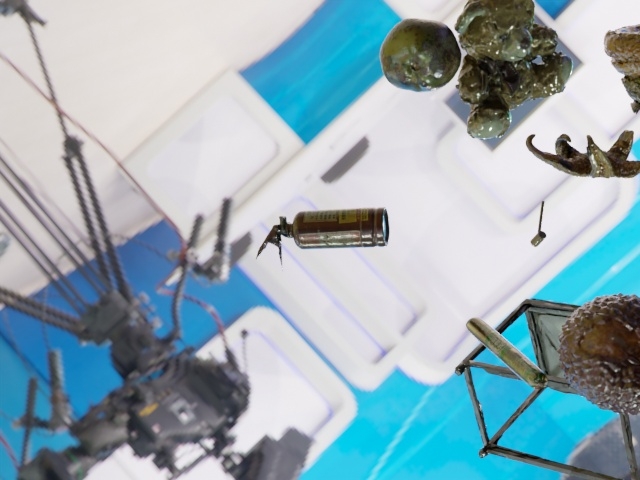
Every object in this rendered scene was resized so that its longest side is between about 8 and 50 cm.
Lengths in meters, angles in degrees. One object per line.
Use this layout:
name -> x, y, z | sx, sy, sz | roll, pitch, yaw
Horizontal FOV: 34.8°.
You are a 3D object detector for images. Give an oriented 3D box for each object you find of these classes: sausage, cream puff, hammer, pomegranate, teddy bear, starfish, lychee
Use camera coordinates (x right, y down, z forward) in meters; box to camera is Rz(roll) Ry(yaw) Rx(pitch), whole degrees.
sausage -> 0.294, 0.177, 1.634 | 0.033, 0.033, 0.269 | -43, -156, 0
cream puff -> 0.658, -0.342, 2.032 | 0.183, 0.169, 0.183 | -7, -163, 2
hammer -> 0.453, -0.038, 2.099 | 0.035, 0.019, 0.110 | 122, -12, -53
pomegranate -> 0.176, -0.307, 1.753 | 0.138, 0.125, 0.163 | -5, 158, 18
teddy bear -> 0.330, -0.345, 1.842 | 0.267, 0.156, 0.256 | -33, 138, -26
starfish -> 0.408, -0.131, 1.538 | 0.190, 0.074, 0.146 | -1, -166, -4
lychee -> 0.437, 0.168, 1.497 | 0.188, 0.188, 0.188 | -42, 175, -5

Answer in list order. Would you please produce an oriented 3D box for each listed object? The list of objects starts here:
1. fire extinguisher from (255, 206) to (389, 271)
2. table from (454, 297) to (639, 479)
fire extinguisher -> -0.002, -0.005, 1.884 | 0.252, 0.106, 0.075 | -3, 162, 12
table -> 0.485, 0.284, 1.929 | 0.335, 0.222, 0.272 | 6, -148, 43
